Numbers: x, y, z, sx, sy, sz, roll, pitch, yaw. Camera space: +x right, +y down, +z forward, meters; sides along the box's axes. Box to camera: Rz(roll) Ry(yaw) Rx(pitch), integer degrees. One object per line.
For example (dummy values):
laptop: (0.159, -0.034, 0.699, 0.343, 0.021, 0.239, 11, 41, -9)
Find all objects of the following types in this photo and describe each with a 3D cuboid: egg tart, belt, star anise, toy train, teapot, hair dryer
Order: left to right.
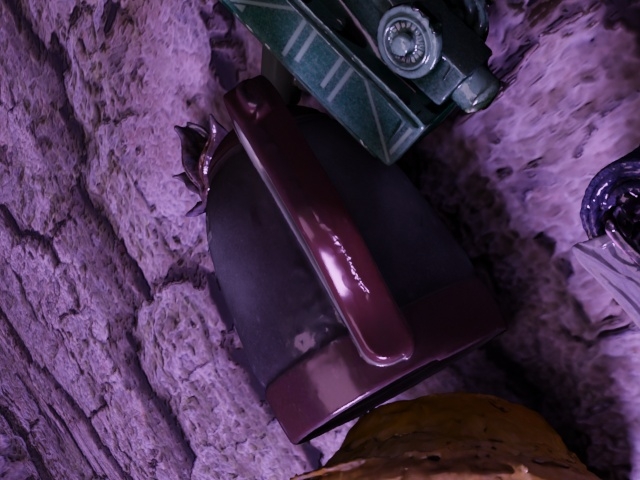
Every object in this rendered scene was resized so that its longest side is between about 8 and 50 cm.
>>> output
star anise: (-0.118, -0.066, 1.071, 0.204, 0.061, 0.181, 51, 147, 19)
teapot: (0.000, 0.000, 0.803, 0.312, 0.233, 0.315, 60, 175, 14)
hair dryer: (0.002, -0.159, 0.900, 0.150, 0.047, 0.071, 26, 133, 24)
toy train: (0.040, -0.199, 0.748, 0.269, 0.115, 0.154, 45, 145, 4)
egg tart: (0.124, 0.235, 0.837, 0.341, 0.341, 0.129, -45, 39, 52)
belt: (0.283, 0.032, 0.604, 0.230, 0.126, 0.139, 53, 141, 10)
